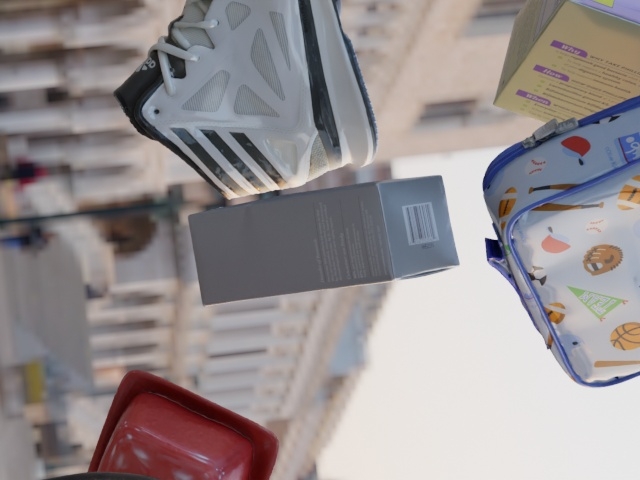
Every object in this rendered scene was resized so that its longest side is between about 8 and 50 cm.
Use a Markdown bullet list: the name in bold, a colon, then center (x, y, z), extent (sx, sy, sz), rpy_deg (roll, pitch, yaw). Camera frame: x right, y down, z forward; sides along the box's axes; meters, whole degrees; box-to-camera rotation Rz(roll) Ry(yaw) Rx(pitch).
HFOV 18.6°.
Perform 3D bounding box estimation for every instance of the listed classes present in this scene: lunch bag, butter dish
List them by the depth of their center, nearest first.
- **butter dish**: center (-0.140, 0.219, 1.721), extent (0.160, 0.160, 0.118), rpy_deg (-69, 169, 19)
- **lunch bag**: center (0.287, -0.001, 1.882), extent (0.115, 0.243, 0.303), rpy_deg (-104, 168, -48)

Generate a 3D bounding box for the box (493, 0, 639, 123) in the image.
- **box**: center (0.321, -0.203, 2.003), extent (0.243, 0.213, 0.117), rpy_deg (120, -13, -65)

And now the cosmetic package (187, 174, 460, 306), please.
- **cosmetic package**: center (0.000, 0.000, 1.930), extent (0.127, 0.238, 0.107), rpy_deg (-11, 89, -54)

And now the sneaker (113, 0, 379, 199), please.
- **sneaker**: center (-0.117, -0.250, 2.111), extent (0.169, 0.257, 0.448), rpy_deg (-145, -145, -71)

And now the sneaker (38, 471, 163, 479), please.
- **sneaker**: center (-0.177, 0.217, 0.974), extent (0.090, 0.270, 0.145), rpy_deg (-118, -169, -61)
